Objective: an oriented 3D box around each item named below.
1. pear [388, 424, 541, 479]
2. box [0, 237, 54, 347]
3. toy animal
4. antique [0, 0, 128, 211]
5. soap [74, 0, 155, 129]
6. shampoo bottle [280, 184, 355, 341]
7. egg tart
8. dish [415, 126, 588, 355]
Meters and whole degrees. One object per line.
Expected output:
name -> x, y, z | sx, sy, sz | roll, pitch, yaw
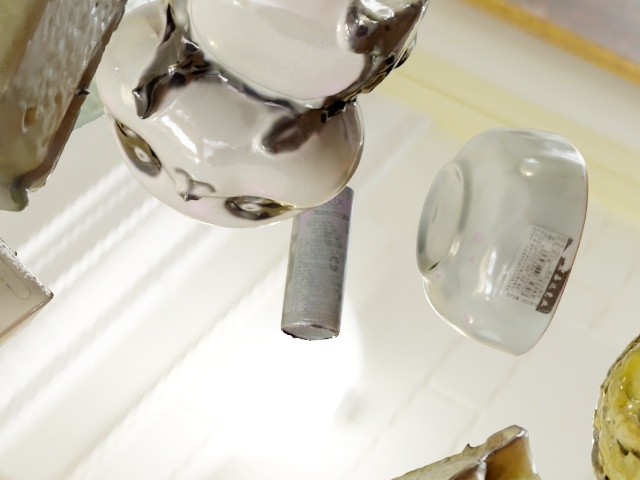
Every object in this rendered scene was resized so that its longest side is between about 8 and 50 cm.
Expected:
pear -> -0.012, 0.276, 1.092 | 0.386, 0.191, 0.340 | -25, -3, 27
box -> -0.506, 0.078, 2.309 | 0.251, 0.203, 0.106 | -41, -1, -45
toy animal -> -0.053, -0.153, 1.501 | 0.251, 0.251, 0.310 | -41, -9, -48
antique -> -0.180, -0.160, 1.030 | 0.125, 0.150, 0.284 | 65, -143, -68
soap -> -0.244, -0.203, 2.024 | 0.198, 0.063, 0.114 | -28, -28, 21
shampoo bottle -> 0.000, 0.000, 1.915 | 0.072, 0.072, 0.214 | 63, -149, -68
egg tart -> 0.382, 0.168, 1.798 | 0.095, 0.279, 0.279 | 39, -103, -42
dish -> 0.179, -0.009, 1.905 | 0.256, 0.117, 0.256 | -166, 90, -76
